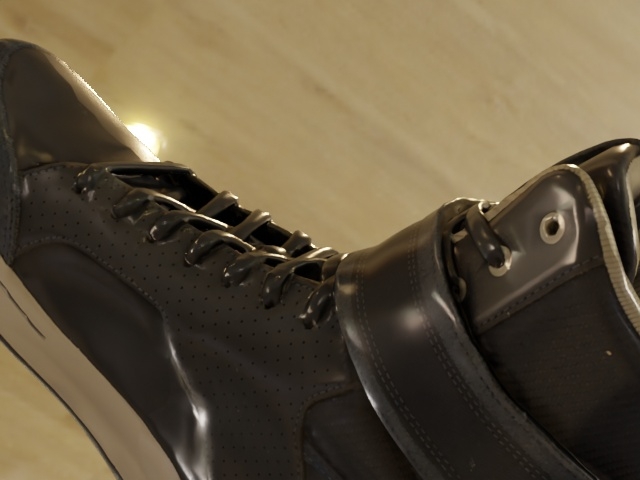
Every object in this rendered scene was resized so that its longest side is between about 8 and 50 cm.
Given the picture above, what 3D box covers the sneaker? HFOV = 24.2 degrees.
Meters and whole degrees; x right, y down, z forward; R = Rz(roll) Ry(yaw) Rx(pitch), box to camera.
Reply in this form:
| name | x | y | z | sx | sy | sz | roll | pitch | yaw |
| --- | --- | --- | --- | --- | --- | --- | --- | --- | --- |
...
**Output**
| name | x | y | z | sx | sy | sz | roll | pitch | yaw |
| --- | --- | --- | --- | --- | --- | --- | --- | --- | --- |
| sneaker | 0.001 | 0.000 | 0.376 | 0.163 | 0.086 | 0.226 | -44 | -107 | 28 |
